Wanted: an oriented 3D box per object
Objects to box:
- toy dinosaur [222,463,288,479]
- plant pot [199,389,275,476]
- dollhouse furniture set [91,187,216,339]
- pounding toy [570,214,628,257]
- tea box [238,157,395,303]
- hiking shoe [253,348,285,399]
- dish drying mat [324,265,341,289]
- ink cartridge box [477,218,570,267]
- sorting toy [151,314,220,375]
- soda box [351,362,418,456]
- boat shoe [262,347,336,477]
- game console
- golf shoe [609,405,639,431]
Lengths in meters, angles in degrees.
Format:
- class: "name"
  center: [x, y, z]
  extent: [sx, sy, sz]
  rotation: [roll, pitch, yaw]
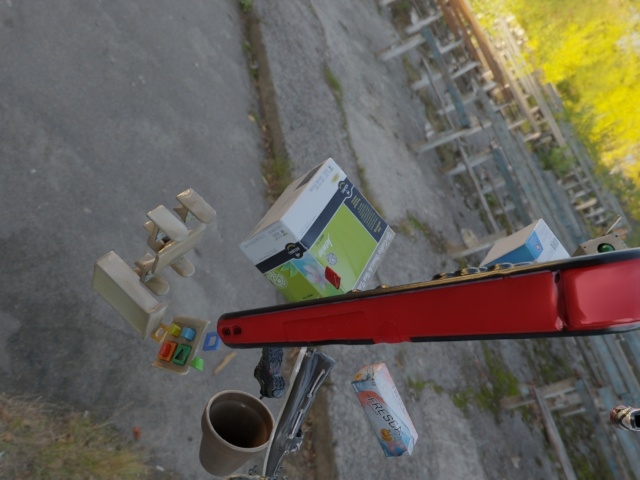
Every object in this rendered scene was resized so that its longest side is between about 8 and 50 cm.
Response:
- class: "toy dinosaur"
  center: [-0.165, 0.705, 1.619]
  extent: [0.118, 0.268, 0.064]
  rotation: [-98, -158, -78]
- class: "plant pot"
  center: [-0.320, 0.700, 1.941]
  extent: [0.262, 0.229, 0.263]
  rotation: [23, 27, -13]
- class: "dollhouse furniture set"
  center: [-0.518, 0.095, 1.853]
  extent: [0.256, 0.362, 0.394]
  rotation: [43, 47, 8]
- class: "pounding toy"
  center: [0.730, 0.028, 1.438]
  extent: [0.141, 0.130, 0.100]
  rotation: [86, -16, -58]
- class: "tea box"
  center: [0.000, 0.000, 1.608]
  extent: [0.323, 0.220, 0.329]
  rotation: [48, 45, -13]
- class: "hiking shoe"
  center: [-0.188, 0.424, 1.869]
  extent: [0.086, 0.114, 0.227]
  rotation: [20, 59, -51]
- class: "dish drying mat"
  center: [0.027, 0.085, 1.257]
  extent: [0.083, 0.008, 0.032]
  rotation: [-142, -125, -64]
- class: "ink cartridge box"
  center: [0.695, 0.116, 1.790]
  extent: [0.270, 0.197, 0.198]
  rotation: [53, 44, 0]
- class: "sorting toy"
  center: [-0.471, 0.336, 1.815]
  extent: [0.047, 0.347, 0.196]
  rotation: [45, 58, -41]
- class: "soda box"
  center: [0.131, 0.343, 1.112]
  extent: [0.063, 0.058, 0.183]
  rotation: [-41, 108, -55]
- class: "boat shoe"
  center: [-0.054, 0.429, 1.345]
  extent: [0.112, 0.095, 0.335]
  rotation: [31, 77, -84]
- class: "game console"
  center: [0.137, 0.053, 0.563]
  extent: [0.386, 0.341, 0.060]
  rotation: [5, 80, -64]
- class: "golf shoe"
  center: [0.787, 0.420, 1.288]
  extent: [0.086, 0.186, 0.068]
  rotation: [125, -41, -81]
